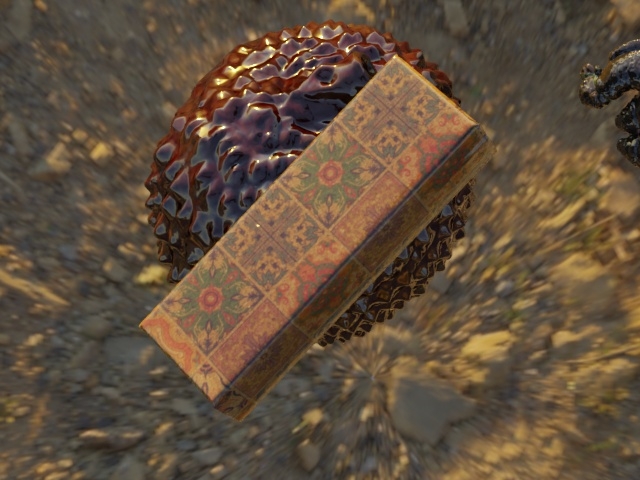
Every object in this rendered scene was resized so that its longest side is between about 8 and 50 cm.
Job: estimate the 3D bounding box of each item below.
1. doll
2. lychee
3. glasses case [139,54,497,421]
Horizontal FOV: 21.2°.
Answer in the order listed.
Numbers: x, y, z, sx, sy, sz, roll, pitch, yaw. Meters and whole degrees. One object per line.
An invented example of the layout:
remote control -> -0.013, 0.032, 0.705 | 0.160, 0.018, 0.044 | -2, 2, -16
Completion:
doll -> 0.328, -0.125, 1.654 | 0.165, 0.057, 0.139 | 8, 111, 26
lychee -> -0.004, -0.048, 1.572 | 0.306, 0.330, 0.306 | 4, 50, -5
glasses case -> 0.000, 0.000, 0.991 | 0.218, 0.049, 0.075 | -47, 61, 0
